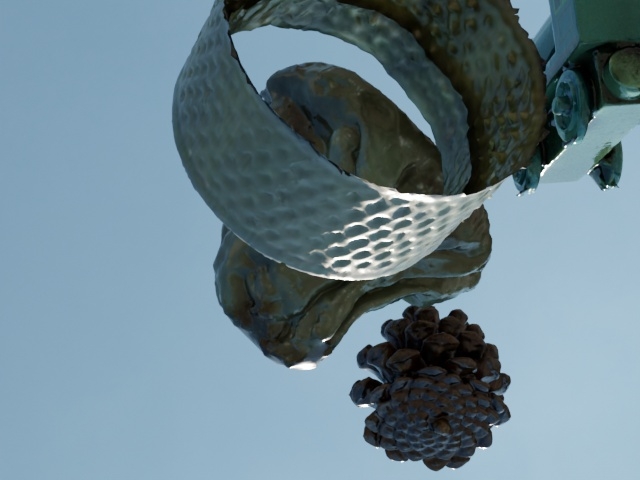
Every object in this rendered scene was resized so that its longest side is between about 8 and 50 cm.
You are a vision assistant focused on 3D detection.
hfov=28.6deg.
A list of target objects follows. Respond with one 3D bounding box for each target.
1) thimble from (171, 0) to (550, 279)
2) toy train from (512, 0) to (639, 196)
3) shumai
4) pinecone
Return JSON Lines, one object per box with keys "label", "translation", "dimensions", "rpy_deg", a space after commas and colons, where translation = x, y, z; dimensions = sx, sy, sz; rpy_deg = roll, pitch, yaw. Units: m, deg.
{"label": "thimble", "translation": [0.024, -0.114, 0.977], "dimensions": [0.271, 0.150, 0.271], "rpy_deg": [13, -123, -20]}
{"label": "toy train", "translation": [0.257, -0.160, 1.245], "dimensions": [0.120, 0.298, 0.194], "rpy_deg": [-4, -104, -8]}
{"label": "shumai", "translation": [0.000, 0.000, 1.340], "dimensions": [0.309, 0.304, 0.263], "rpy_deg": [32, -106, 26]}
{"label": "pinecone", "translation": [0.137, 0.174, 1.560], "dimensions": [0.208, 0.208, 0.207], "rpy_deg": [22, -134, -25]}
